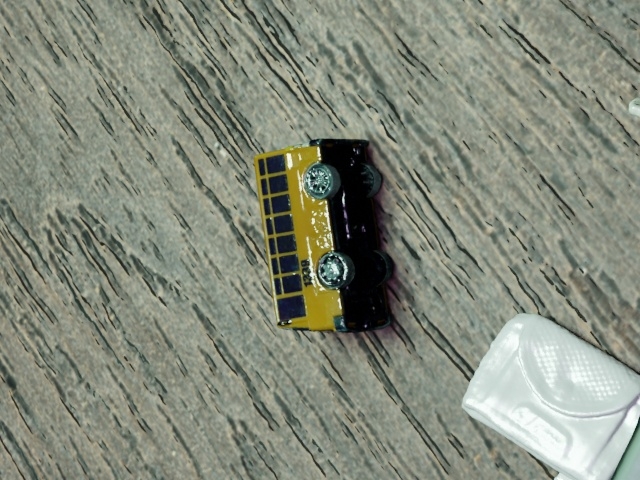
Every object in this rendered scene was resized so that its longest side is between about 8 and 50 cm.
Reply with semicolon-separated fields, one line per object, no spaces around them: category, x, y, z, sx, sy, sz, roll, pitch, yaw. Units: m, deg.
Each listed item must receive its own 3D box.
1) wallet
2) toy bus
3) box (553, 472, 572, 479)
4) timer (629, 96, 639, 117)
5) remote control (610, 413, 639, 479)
wallet;0.233;0.154;1.884;0.183;0.032;0.124;32;88;28
toy bus;0.000;0.000;2.008;0.114;0.098;0.201;-10;86;34
box;0.243;0.299;1.898;0.084;0.040;0.154;40;111;28
timer;0.386;-0.186;1.741;0.175;0.175;0.266;39;130;26
remote control;0.378;0.149;1.778;0.140;0.056;0.296;25;107;8
